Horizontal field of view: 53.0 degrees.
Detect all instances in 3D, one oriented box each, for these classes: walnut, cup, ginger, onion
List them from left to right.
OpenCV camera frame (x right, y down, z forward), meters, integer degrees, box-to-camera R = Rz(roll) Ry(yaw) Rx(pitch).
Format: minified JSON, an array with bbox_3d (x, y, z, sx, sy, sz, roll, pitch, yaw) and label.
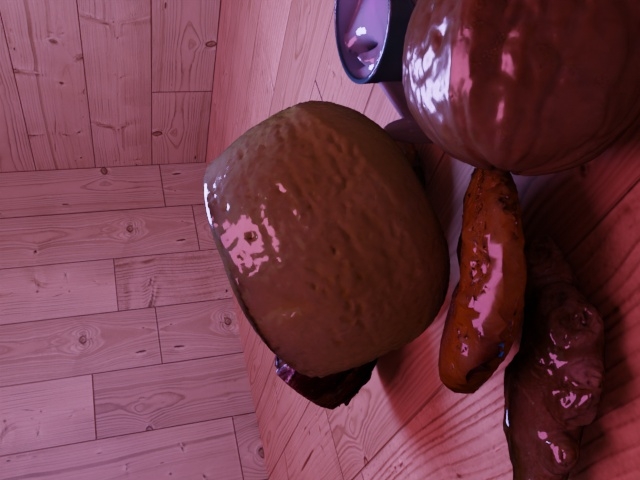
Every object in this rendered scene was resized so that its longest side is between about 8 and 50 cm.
[{"bbox_3d":[0.047,0.129,1.123,0.146,0.280,0.314,-21,57,27],"label":"onion"},{"bbox_3d":[0.122,-0.264,0.747,0.167,0.173,0.299,-168,72,-71],"label":"cup"},{"bbox_3d":[0.178,-0.167,0.559,0.228,0.228,0.228,175,90,-72],"label":"walnut"},{"bbox_3d":[0.239,0.163,0.673,0.166,0.080,0.333,-89,-2,-77],"label":"ginger"}]

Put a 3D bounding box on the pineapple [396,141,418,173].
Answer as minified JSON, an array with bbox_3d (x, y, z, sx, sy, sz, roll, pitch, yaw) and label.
[{"bbox_3d":[0.071,-0.026,0.977,0.158,0.158,0.278,-169,80,-71],"label":"pineapple"}]

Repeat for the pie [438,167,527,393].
[{"bbox_3d":[0.174,0.041,0.685,0.273,0.069,0.273,10,-90,-79],"label":"pie"}]

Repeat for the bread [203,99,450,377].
[{"bbox_3d":[0.011,-0.005,0.774,0.320,0.237,0.320,-24,-90,-89],"label":"bread"}]
